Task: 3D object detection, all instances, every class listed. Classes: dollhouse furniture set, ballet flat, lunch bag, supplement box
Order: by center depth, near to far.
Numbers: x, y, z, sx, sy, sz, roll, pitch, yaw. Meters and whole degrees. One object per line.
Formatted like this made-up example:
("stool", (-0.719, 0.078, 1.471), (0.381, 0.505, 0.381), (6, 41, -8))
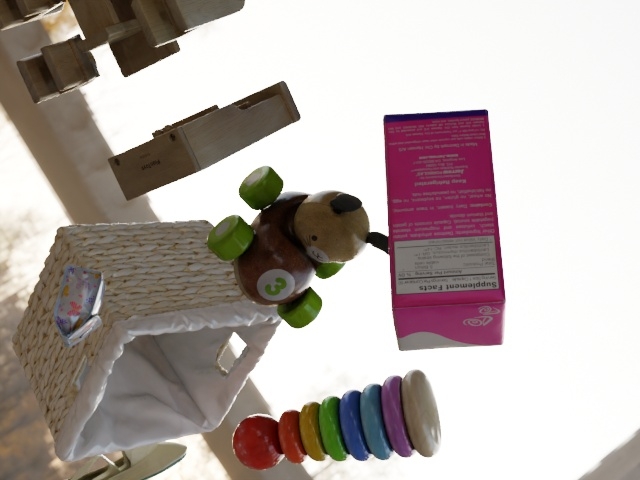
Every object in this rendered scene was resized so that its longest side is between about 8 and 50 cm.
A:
("dollhouse furniture set", (-0.148, -0.184, 1.059), (0.212, 0.161, 0.242), (-17, -79, 39))
("supplement box", (0.123, -0.010, 1.155), (0.111, 0.114, 0.220), (75, 13, -62))
("lunch bag", (-0.274, 0.078, 1.298), (0.053, 0.083, 0.071), (15, -17, -3))
("ballet flat", (-0.366, 0.416, 2.093), (0.086, 0.248, 0.086), (60, -9, 15))

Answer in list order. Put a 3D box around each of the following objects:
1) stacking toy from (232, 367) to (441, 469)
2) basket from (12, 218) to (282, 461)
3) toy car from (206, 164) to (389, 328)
("stacking toy", (0.020, 0.301, 1.822), (0.141, 0.330, 0.141), (-13, 90, -76))
("basket", (-0.300, 0.156, 1.944), (0.266, 0.331, 0.328), (55, -49, 32))
("toy car", (0.000, 0.000, 1.275), (0.188, 0.149, 0.155), (-10, -47, 47))
